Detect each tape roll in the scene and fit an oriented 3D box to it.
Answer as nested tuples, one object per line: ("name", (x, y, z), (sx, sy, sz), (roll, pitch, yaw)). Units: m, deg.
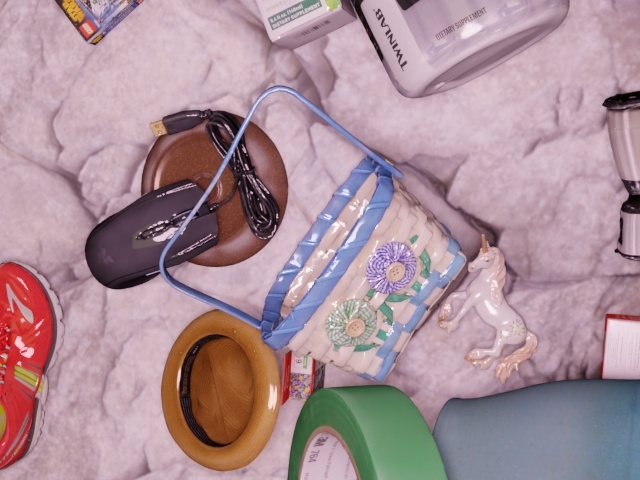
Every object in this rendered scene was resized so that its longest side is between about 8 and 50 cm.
("tape roll", (0.045, 0.318, 1.006), (0.077, 0.321, 0.321), (0, 94, -20))

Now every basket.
("basket", (0.000, 0.000, 1.042), (0.289, 0.201, 0.255), (31, 102, -7))

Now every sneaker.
("sneaker", (-0.407, 0.166, 1.204), (0.107, 0.118, 0.279), (6, 95, 13))

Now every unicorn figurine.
("unicorn figurine", (0.193, 0.078, 1.090), (0.111, 0.060, 0.162), (-39, 100, 12))

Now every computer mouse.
("computer mouse", (-0.194, -0.053, 1.131), (0.262, 0.060, 0.184), (-19, 90, 14))

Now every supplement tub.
("supplement tub", (0.105, -0.342, 1.002), (0.207, 0.207, 0.338), (-28, 87, 14))

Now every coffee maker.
("coffee maker", (0.390, -0.072, 0.980), (0.171, 0.120, 0.178), (-1, 106, 40))

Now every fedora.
("fedora", (-0.107, 0.182, 1.140), (0.194, 0.079, 0.194), (-7, 77, 33))

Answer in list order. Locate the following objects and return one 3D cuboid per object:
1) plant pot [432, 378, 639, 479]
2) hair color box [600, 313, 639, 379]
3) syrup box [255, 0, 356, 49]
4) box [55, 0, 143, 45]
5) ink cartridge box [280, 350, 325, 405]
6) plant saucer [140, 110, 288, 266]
("plant pot", (0.251, 0.269, 0.986), (0.255, 0.271, 0.272), (2, 94, 22))
("hair color box", (0.390, 0.125, 1.046), (0.141, 0.043, 0.072), (5, 95, 14))
("syrup box", (-0.049, -0.354, 1.096), (0.093, 0.096, 0.237), (-22, 89, 14))
("box", (-0.300, -0.333, 1.193), (0.094, 0.027, 0.137), (-38, 84, 12))
("ink cartridge box", (-0.019, 0.156, 1.110), (0.029, 0.115, 0.063), (5, 95, 12))
("plant saucer", (-0.140, -0.064, 1.168), (0.198, 0.036, 0.199), (1, 93, 13))
